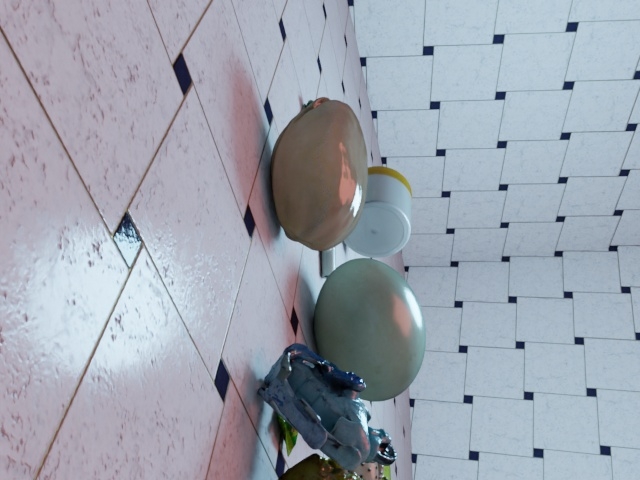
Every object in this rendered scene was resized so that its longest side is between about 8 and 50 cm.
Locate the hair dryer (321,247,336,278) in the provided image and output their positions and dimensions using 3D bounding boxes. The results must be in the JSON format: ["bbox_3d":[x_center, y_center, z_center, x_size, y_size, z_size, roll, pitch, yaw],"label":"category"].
[{"bbox_3d":[0.000,0.007,1.770,0.183,0.044,0.154,47,37,-63],"label":"hair dryer"}]

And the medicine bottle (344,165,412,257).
[{"bbox_3d":[0.190,-0.096,2.230,0.232,0.238,0.238,-78,158,-52],"label":"medicine bottle"}]

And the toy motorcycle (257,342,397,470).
[{"bbox_3d":[0.009,0.299,1.151,0.260,0.154,0.206,41,10,33],"label":"toy motorcycle"}]

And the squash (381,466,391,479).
[{"bbox_3d":[0.149,0.669,1.933,0.186,0.123,0.123,-79,159,-65],"label":"squash"}]

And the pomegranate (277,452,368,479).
[{"bbox_3d":[0.027,0.538,1.075,0.310,0.216,0.358,47,11,-28],"label":"pomegranate"}]

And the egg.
[{"bbox_3d":[0.122,0.225,1.637,0.276,0.276,0.388,-72,151,-63],"label":"egg"}]

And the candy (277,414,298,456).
[{"bbox_3d":[-0.057,0.331,1.322,0.178,0.032,0.102,-79,159,-55],"label":"candy"}]

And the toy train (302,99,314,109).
[{"bbox_3d":[-0.020,-0.323,1.806,0.081,0.050,0.122,71,16,-62],"label":"toy train"}]

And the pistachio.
[{"bbox_3d":[0.000,-0.142,1.401,0.208,0.226,0.331,-176,-94,-66],"label":"pistachio"}]

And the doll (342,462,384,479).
[{"bbox_3d":[0.128,0.661,1.771,0.119,0.154,0.278,117,-25,-57],"label":"doll"}]
